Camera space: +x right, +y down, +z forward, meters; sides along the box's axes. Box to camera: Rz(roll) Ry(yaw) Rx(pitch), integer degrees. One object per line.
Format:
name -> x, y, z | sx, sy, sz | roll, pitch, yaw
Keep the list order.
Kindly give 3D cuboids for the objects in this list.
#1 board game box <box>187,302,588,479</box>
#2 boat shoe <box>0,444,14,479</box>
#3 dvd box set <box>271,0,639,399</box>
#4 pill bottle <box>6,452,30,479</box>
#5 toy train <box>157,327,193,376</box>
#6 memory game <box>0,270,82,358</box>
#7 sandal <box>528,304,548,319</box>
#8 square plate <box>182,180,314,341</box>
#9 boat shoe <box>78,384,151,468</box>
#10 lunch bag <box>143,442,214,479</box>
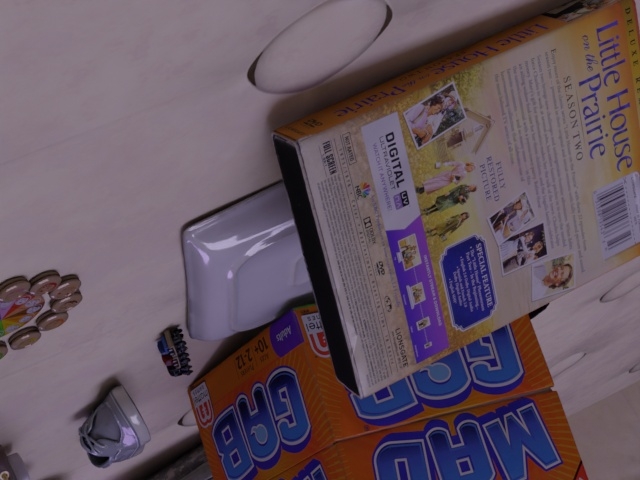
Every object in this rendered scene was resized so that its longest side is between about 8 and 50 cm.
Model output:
board game box -> 0.087, 0.284, 1.992 | 0.357, 0.356, 0.356 | -10, 164, -31
boat shoe -> -0.389, 0.362, 1.824 | 0.097, 0.116, 0.324 | -29, 139, -11
dvd box set -> 0.173, -0.054, 1.543 | 0.420, 0.062, 0.307 | -26, 119, -20
pill bottle -> -0.440, 0.321, 1.887 | 0.120, 0.067, 0.067 | -22, 160, -24
toy train -> -0.189, 0.147, 1.881 | 0.036, 0.027, 0.158 | -16, 160, -7
memory game -> -0.333, 0.087, 1.529 | 0.186, 0.012, 0.186 | -26, 161, -10
sandal -> 0.258, 0.086, 2.262 | 0.446, 0.107, 0.167 | -6, 150, -49
square plate -> 0.000, 0.000, 1.745 | 0.344, 0.049, 0.347 | -25, 161, -14
boat shoe -> -0.281, 0.261, 1.952 | 0.081, 0.079, 0.227 | -28, 165, -19
lunch bag -> -0.175, 0.443, 2.383 | 0.305, 0.212, 0.256 | -32, 145, -4
